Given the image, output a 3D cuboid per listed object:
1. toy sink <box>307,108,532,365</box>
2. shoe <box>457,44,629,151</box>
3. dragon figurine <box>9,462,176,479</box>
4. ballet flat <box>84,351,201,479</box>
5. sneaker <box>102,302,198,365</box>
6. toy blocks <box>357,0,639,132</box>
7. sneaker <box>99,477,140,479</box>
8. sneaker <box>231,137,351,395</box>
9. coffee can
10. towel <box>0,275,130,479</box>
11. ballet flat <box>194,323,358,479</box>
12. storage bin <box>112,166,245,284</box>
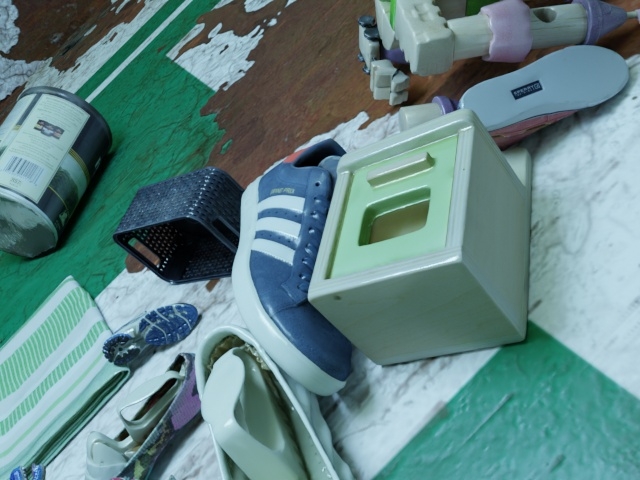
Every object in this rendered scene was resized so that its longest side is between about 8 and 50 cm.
[{"bbox_3d":[0.100,-0.023,0.691,0.153,0.131,0.234,-16,42,35],"label":"toy sink"},{"bbox_3d":[0.218,-0.142,0.754,0.178,0.081,0.063,-18,78,-6],"label":"shoe"},{"bbox_3d":[-0.145,0.288,0.579,0.144,0.085,0.289,-29,63,-19],"label":"dragon figurine"},{"bbox_3d":[-0.201,0.211,0.803,0.221,0.079,0.077,-51,35,-9],"label":"ballet flat"},{"bbox_3d":[-0.219,0.109,0.957,0.135,0.052,0.058,-24,19,10],"label":"sneaker"},{"bbox_3d":[0.197,-0.287,0.843,0.260,0.309,0.288,-10,49,-7],"label":"toy blocks"},{"bbox_3d":[-0.231,0.306,0.719,0.299,0.112,0.120,-9,52,24],"label":"sneaker"},{"bbox_3d":[0.000,0.000,0.770,0.148,0.131,0.350,-38,34,17],"label":"sneaker"},{"bbox_3d":[-0.554,-0.135,1.433,0.202,0.201,0.275,-16,43,36],"label":"coffee can"},{"bbox_3d":[-0.407,0.199,1.071,0.248,0.038,0.325,-47,34,-5],"label":"towel"},{"bbox_3d":[-0.034,0.205,0.590,0.139,0.139,0.400,-41,34,6],"label":"ballet flat"},{"bbox_3d":[-0.170,-0.016,0.973,0.180,0.122,0.084,-11,46,39],"label":"storage bin"}]
